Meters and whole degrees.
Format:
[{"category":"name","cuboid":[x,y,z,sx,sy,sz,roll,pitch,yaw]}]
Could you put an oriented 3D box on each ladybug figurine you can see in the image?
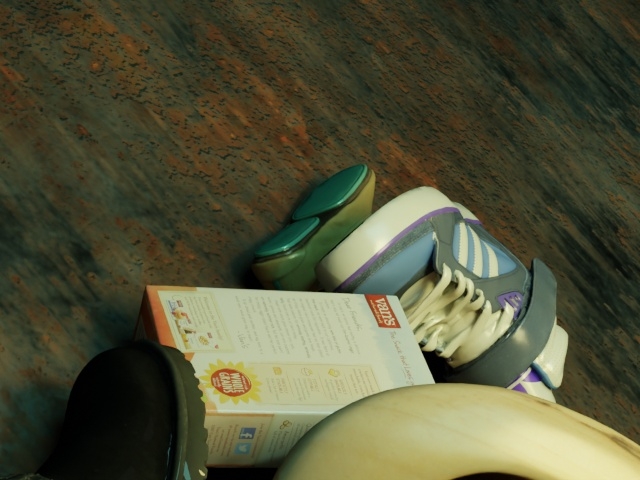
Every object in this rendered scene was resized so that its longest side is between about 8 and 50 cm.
[{"category":"ladybug figurine","cuboid":[0.150,0.281,1.229,0.449,0.305,0.162,33,-6,-10]}]

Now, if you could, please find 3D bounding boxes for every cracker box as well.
[{"category":"cracker box","cuboid":[-0.028,0.113,1.311,0.232,0.067,0.156,3,36,-19]}]

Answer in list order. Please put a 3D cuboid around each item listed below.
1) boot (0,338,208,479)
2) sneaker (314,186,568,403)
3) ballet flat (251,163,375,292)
[{"category":"boot","cuboid":[-0.217,0.172,1.079,0.260,0.131,0.348,25,38,-23]},{"category":"sneaker","cuboid":[0.142,0.079,1.497,0.236,0.130,0.323,53,18,13]},{"category":"ballet flat","cuboid":[0.000,0.000,1.552,0.232,0.080,0.073,-45,115,-53]}]
